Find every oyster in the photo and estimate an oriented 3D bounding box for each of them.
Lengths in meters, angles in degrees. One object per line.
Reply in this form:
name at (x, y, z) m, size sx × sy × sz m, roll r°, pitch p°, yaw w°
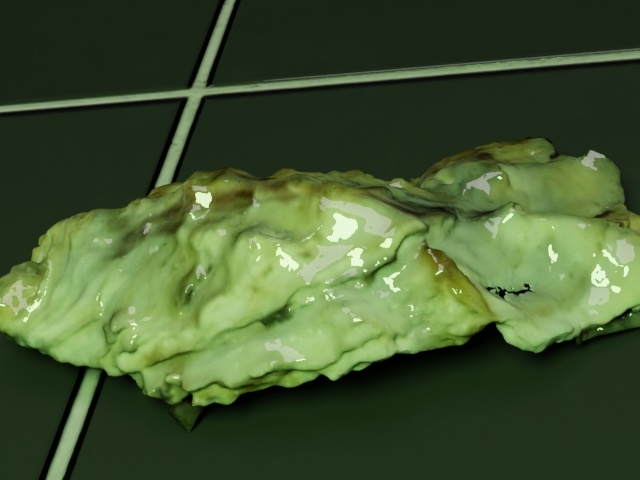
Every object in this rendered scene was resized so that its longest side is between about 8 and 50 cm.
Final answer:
oyster at (0.000, -0.001, 0.834) m, size 0.354 × 0.107 × 0.201 m, roll -14°, pitch 31°, yaw -2°
